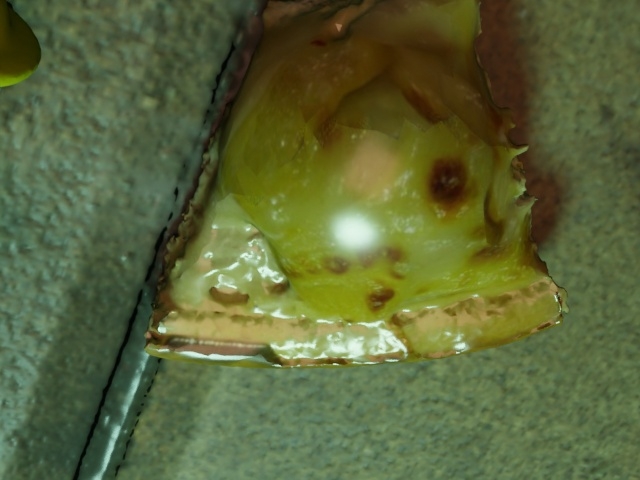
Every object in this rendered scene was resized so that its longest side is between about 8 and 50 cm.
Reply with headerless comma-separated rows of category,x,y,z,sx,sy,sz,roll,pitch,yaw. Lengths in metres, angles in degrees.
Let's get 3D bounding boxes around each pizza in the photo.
pizza,0.004,-0.008,0.372,0.204,0.081,0.188,-15,116,0

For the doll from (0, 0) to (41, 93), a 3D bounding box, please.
doll,-0.182,-0.026,0.326,0.098,0.135,0.241,9,119,-44
